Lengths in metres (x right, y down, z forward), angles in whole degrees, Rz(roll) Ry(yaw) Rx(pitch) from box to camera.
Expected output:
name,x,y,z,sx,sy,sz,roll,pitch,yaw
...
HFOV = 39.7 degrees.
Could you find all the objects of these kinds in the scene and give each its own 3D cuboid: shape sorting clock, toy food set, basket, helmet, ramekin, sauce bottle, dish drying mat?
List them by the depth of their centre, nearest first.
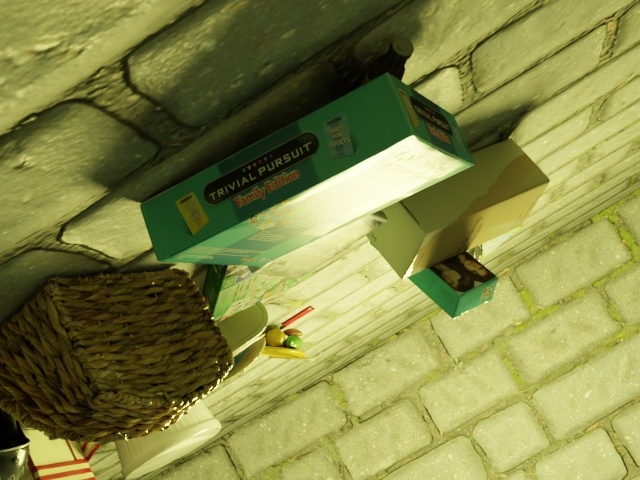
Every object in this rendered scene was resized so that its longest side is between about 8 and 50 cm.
name,x,y,z,sx,sy,sz,roll,pitch,yaw
sauce bottle,0.071,-0.186,1.023,0.042,0.042,0.128,-24,164,-24
basket,-0.294,0.184,1.224,0.223,0.213,0.299,-37,164,23
helmet,-0.525,0.318,1.333,0.169,0.161,0.169,-28,166,-8
shape sorting clock,-0.203,0.237,1.752,0.206,0.040,0.206,-17,-159,7
dish drying mat,-0.054,0.182,2.134,0.083,0.008,0.032,-32,164,12
toy food set,-0.097,0.244,2.155,0.128,0.071,0.218,1,167,15
ramekin,-0.399,0.487,2.259,0.273,0.127,0.273,-27,166,-7

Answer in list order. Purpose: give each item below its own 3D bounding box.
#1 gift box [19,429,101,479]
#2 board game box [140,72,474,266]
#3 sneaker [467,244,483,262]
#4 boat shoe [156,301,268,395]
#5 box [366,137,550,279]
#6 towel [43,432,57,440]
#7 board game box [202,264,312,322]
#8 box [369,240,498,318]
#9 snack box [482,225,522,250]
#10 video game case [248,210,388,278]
name,x,y,z,sx,sy,sz,roll,pitch,yaw
gift box,-0.575,0.532,1.805,0.276,0.255,0.258,-27,164,4
board game box,-0.008,-0.070,1.083,0.336,0.079,0.254,-26,168,20
sneaker,0.328,-0.002,2.104,0.130,0.109,0.286,-17,153,-22
boat shoe,-0.245,0.213,1.642,0.324,0.116,0.096,-30,165,-22
box,0.246,-0.061,1.603,0.311,0.121,0.148,-22,152,-30
towel,-0.409,0.326,1.700,0.187,0.049,0.282,-20,-179,-39
board game box,-0.086,0.034,1.467,0.214,0.046,0.317,-26,165,-21
box,0.207,0.036,1.654,0.101,0.244,0.060,-22,137,-31
snack box,0.395,0.008,2.303,0.175,0.070,0.207,-19,161,-35
video game case,0.000,0.000,1.385,0.183,0.023,0.201,-34,165,14
